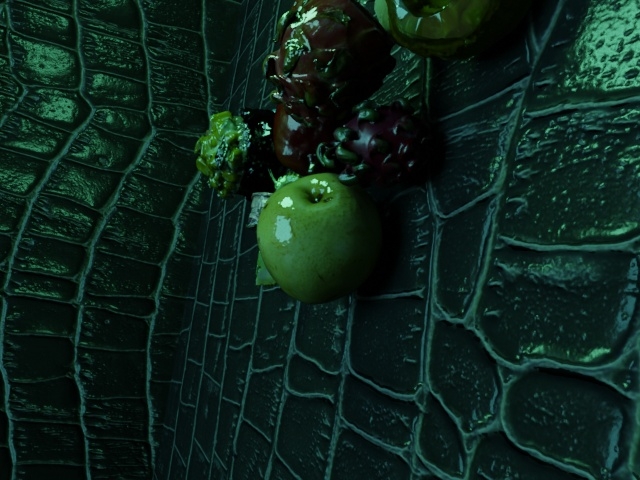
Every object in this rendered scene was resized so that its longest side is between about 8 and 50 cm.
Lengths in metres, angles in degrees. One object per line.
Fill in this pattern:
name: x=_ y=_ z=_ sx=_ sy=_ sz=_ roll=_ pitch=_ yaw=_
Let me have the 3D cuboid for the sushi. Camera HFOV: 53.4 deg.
sushi: x=-0.306 y=-0.336 z=2.397 sx=0.329 sy=0.286 sz=0.327 roll=152 pitch=117 yaw=-61

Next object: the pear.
pear: x=0.000 y=0.000 z=1.498 sx=0.309 sy=0.310 sz=0.308 roll=-168 pitch=90 yaw=-69

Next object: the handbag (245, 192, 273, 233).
handbag: x=-0.146 y=-0.080 z=2.047 sx=0.205 sy=0.180 sz=0.116 roll=32 pitch=-118 yaw=-74

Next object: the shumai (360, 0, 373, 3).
shumai: x=0.177 y=-0.657 z=1.594 sx=0.209 sy=0.153 sz=0.161 roll=-129 pitch=46 yaw=-62

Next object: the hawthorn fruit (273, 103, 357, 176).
hawthorn fruit: x=0.000 y=-0.275 z=1.628 sx=0.265 sy=0.265 sz=0.307 roll=-52 pitch=15 yaw=49

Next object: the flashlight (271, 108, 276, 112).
flashlight: x=-0.172 y=-0.460 z=2.497 sx=0.051 sy=0.051 sz=0.129 roll=132 pitch=140 yaw=-52

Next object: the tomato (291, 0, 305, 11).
tomato: x=-0.012 y=-0.736 z=2.112 sx=0.167 sy=0.168 sz=0.167 roll=-168 pitch=90 yaw=-69

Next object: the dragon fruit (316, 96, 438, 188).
dragon fruit: x=0.120 y=-0.196 z=1.398 sx=0.198 sy=0.219 sz=0.273 roll=59 pitch=149 yaw=5

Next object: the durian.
durian: x=-0.083 y=-0.034 z=1.880 sx=0.157 sy=0.170 sz=0.355 roll=165 pitch=113 yaw=-69

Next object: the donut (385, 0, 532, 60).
donut: x=0.231 y=-0.494 z=1.199 sx=0.330 sy=0.160 sz=0.329 roll=33 pitch=134 yaw=43

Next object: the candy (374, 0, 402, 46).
candy: x=0.244 y=-0.592 z=1.404 sx=0.179 sy=0.135 sz=0.320 roll=-97 pitch=28 yaw=-42

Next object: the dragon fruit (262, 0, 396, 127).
dragon fruit: x=0.006 y=-0.393 z=1.406 sx=0.291 sy=0.250 sz=0.269 roll=-43 pitch=71 yaw=25
